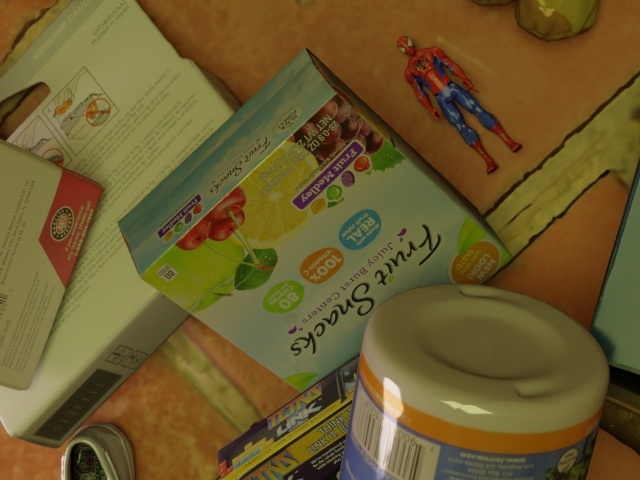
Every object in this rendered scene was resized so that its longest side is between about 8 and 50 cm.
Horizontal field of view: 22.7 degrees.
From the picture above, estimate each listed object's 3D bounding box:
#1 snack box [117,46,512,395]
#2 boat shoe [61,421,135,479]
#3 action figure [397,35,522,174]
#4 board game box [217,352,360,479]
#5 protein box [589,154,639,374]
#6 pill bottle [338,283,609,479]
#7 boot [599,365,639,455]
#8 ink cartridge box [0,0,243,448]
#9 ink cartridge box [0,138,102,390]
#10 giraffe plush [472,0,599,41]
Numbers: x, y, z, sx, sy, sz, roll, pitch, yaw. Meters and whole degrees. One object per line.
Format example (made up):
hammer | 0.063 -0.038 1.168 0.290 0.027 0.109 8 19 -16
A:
snack box | 0.000 0.000 1.066 0.174 0.207 0.070 -43 40 11
boat shoe | -0.158 0.228 1.172 0.066 0.063 0.184 -1 92 12
action figure | 0.093 -0.101 1.126 0.038 0.030 0.115 -43 82 15
board game box | 0.038 0.156 1.104 0.170 0.048 0.141 -35 116 11
protein box | 0.295 0.004 1.031 0.200 0.136 0.201 17 95 11
pill bottle | 0.082 0.177 1.008 0.152 0.152 0.272 14 118 11
boot | 0.268 0.171 1.065 0.305 0.112 0.115 29 108 7
ink cartridge box | -0.175 -0.026 1.171 0.275 0.060 0.239 -45 58 10
ink cartridge box | -0.270 -0.004 1.051 0.092 0.218 0.158 16 83 36
giraffe plush | 0.155 -0.248 1.033 0.181 0.170 0.210 33 98 9
